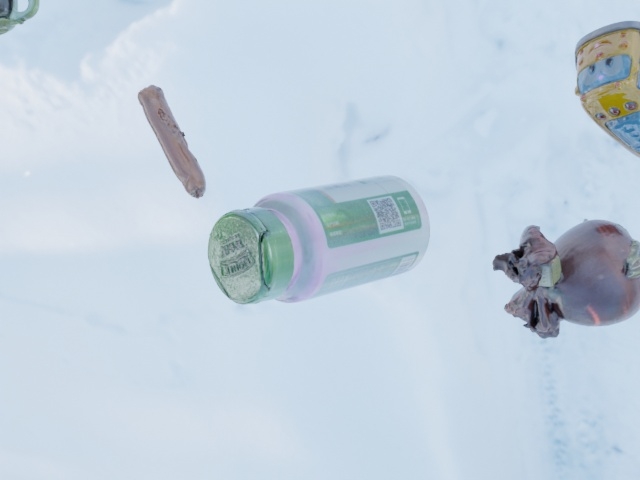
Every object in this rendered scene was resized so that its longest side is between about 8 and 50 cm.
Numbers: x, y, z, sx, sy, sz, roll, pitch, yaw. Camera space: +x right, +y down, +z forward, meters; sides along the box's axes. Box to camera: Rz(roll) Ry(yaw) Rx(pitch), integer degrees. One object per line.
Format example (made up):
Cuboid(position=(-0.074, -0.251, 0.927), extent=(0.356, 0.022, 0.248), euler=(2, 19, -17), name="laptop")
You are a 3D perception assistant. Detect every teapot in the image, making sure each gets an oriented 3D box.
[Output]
Cuboid(position=(-0.536, -0.393, 1.753), extent=(0.124, 0.092, 0.091), euler=(-26, 81, 33), name="teapot")

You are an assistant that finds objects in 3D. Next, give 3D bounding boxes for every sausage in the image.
Cuboid(position=(-0.184, -0.121, 1.316), extent=(0.036, 0.042, 0.158), euler=(-30, 82, 23), name="sausage")

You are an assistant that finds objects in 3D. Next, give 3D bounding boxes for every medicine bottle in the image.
Cuboid(position=(0.000, 0.000, 1.257), extent=(0.133, 0.274, 0.133), euler=(12, 108, 42), name="medicine bottle")

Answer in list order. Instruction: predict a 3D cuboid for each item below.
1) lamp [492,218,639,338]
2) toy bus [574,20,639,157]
Cuboid(position=(0.368, 0.050, 1.462), extent=(0.151, 0.223, 0.215), euler=(41, 160, 40), name="lamp")
Cuboid(position=(0.455, -0.207, 1.506), extent=(0.209, 0.136, 0.126), euler=(31, 149, -32), name="toy bus")
